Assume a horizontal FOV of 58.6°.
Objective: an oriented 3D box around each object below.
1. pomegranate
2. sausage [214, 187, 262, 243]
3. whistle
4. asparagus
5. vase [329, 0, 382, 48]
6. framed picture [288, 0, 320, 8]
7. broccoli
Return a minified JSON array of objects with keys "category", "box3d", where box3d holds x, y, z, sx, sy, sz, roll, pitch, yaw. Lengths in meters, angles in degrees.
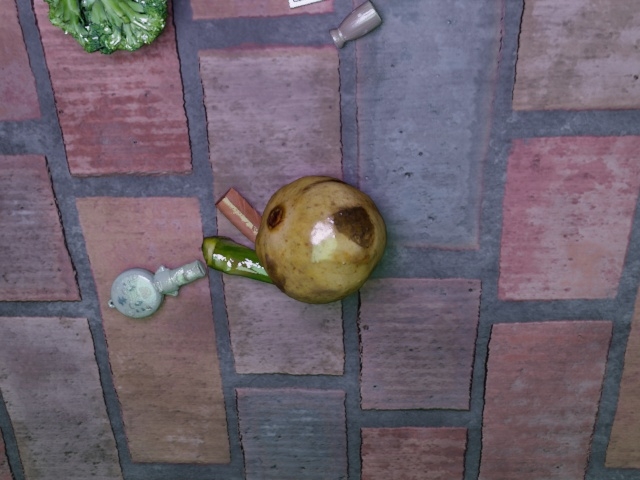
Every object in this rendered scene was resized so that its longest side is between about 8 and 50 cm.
[{"category":"pomegranate","box3d":[0.000,0.000,1.199,0.281,0.281,0.281,1,113,3]},{"category":"sausage","box3d":[-0.163,-0.044,1.312,0.065,0.065,0.169,-39,106,18]},{"category":"whistle","box3d":[-0.403,0.110,1.392,0.258,0.067,0.126,-22,104,8]},{"category":"asparagus","box3d":[-0.123,0.067,1.346,0.343,0.085,0.082,18,89,-2]},{"category":"vase","box3d":[0.069,-0.427,1.133,0.100,0.053,0.053,-29,108,19]},{"category":"framed picture","box3d":[-0.013,-0.561,1.102,0.142,0.011,0.183,-11,112,8]},{"category":"broccoli","box3d":[-0.399,-0.479,1.044,0.269,0.241,0.261,-21,97,7]}]
